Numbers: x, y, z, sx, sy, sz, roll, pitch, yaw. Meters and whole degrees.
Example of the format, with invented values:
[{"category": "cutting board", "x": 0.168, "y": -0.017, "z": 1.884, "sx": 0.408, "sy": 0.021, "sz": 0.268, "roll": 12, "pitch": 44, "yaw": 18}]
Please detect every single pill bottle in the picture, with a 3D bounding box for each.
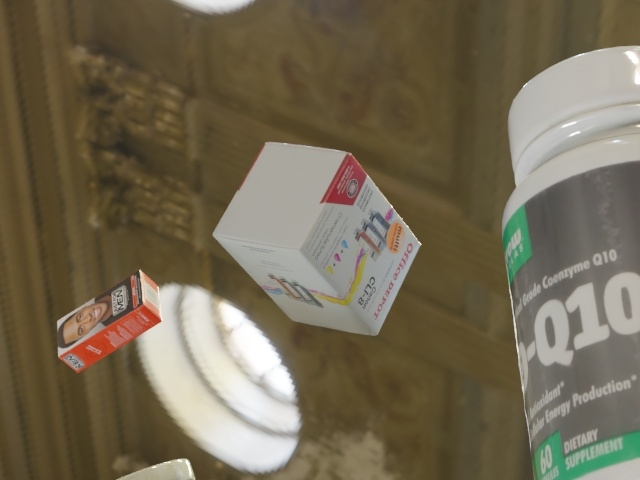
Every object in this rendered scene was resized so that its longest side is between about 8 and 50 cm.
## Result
[{"category": "pill bottle", "x": 0.246, "y": 0.048, "z": 1.188, "sx": 0.204, "sy": 0.204, "sz": 0.361, "roll": 54, "pitch": -152, "yaw": -56}]

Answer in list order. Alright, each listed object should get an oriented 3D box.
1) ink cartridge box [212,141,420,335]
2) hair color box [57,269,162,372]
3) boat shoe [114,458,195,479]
[{"category": "ink cartridge box", "x": 0.000, "y": 0.000, "z": 1.695, "sx": 0.176, "sy": 0.127, "sz": 0.128, "roll": 49, "pitch": -120, "yaw": -44}, {"category": "hair color box", "x": -0.278, "y": 0.106, "z": 2.060, "sx": 0.141, "sy": 0.072, "sz": 0.043, "roll": -32, "pitch": -51, "yaw": 15}, {"category": "boat shoe", "x": -0.246, "y": 0.298, "z": 1.298, "sx": 0.340, "sy": 0.113, "sz": 0.127, "roll": -23, "pitch": -13, "yaw": -7}]
